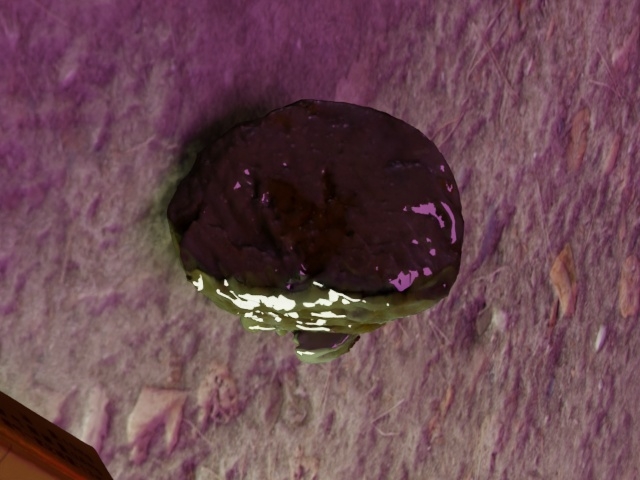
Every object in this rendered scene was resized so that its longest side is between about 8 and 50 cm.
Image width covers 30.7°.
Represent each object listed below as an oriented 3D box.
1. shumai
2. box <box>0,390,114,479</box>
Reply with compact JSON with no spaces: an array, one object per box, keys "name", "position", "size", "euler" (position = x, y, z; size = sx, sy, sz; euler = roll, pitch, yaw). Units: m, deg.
[{"name":"shumai","position":[0.000,0.000,1.060],"size":[0.218,0.256,0.189],"euler":[83,15,-66]},{"name":"box","position":[-0.352,0.177,0.779],"size":[0.264,0.116,0.415],"euler":[-48,131,-1]}]
